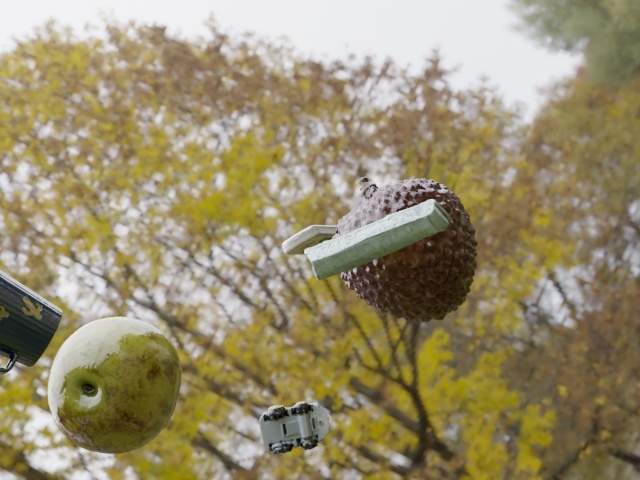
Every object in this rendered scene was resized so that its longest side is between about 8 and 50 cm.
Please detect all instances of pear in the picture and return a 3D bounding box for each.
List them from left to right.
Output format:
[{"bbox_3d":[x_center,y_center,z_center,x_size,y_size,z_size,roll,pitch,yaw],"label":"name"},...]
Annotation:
[{"bbox_3d":[-0.403,0.286,2.432,0.283,0.283,0.284,-51,-25,-35],"label":"pear"}]

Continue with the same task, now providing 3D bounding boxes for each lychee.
[{"bbox_3d":[0.157,0.011,2.278,0.275,0.304,0.276,-35,-7,-5],"label":"lychee"}]

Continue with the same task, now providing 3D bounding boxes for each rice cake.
[{"bbox_3d":[0.054,0.000,1.236,0.033,0.170,0.029,47,-141,-28],"label":"rice cake"}]

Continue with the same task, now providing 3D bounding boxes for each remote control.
[{"bbox_3d":[0.000,0.000,2.402,0.087,0.029,0.190,-31,-15,23],"label":"remote control"}]

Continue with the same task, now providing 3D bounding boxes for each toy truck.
[{"bbox_3d":[-0.040,0.290,1.922,0.077,0.111,0.076,161,100,-84],"label":"toy truck"}]

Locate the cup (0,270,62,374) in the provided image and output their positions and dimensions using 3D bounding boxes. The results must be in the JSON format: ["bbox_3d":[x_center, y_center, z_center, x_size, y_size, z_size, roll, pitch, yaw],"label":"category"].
[{"bbox_3d":[-0.521,0.142,1.986,0.131,0.155,0.176,-27,38,59],"label":"cup"}]
